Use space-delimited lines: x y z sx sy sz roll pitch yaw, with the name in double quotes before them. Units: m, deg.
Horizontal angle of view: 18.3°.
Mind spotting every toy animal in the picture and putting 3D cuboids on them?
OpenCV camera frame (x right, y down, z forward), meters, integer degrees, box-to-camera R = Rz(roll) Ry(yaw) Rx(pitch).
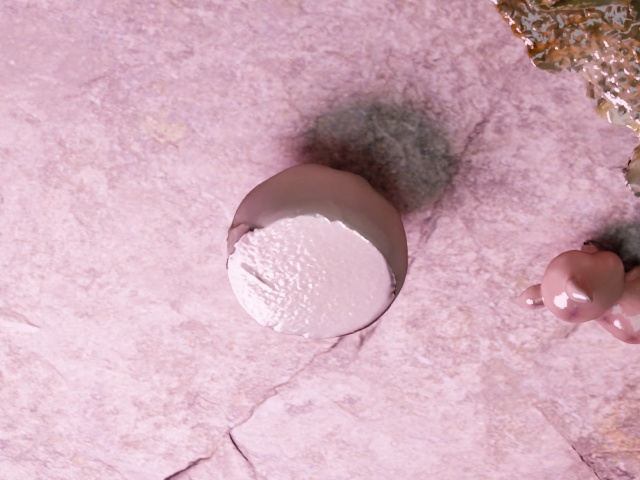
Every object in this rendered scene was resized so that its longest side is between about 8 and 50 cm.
"toy animal" 0.268 0.053 1.843 0.150 0.089 0.083 16 135 -13

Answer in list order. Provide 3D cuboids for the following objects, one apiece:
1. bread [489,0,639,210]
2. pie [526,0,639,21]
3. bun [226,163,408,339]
"bread" 0.255 -0.179 1.521 0.192 0.171 0.314 -30 109 19
"pie" 0.176 -0.290 1.402 0.128 0.282 0.068 -6 175 -21
"bun" 0.000 0.000 1.843 0.173 0.120 0.173 5 131 5
